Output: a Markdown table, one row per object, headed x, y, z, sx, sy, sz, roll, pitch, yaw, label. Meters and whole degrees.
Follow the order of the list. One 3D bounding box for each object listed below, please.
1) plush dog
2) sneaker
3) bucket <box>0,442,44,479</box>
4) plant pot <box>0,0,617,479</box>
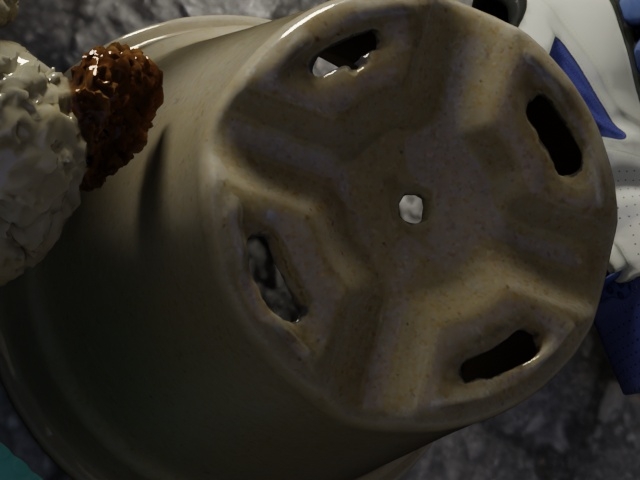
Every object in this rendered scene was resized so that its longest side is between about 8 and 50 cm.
| x | y | z | sx | sy | sz | roll | pitch | yaw | label |
| --- | --- | --- | --- | --- | --- | --- | --- | --- | --- |
| -0.204 | -0.078 | 0.946 | 0.262 | 0.210 | 0.225 | -36 | 87 | -7 | plush dog |
| 0.157 | -0.044 | 1.325 | 0.182 | 0.127 | 0.316 | -4 | 75 | -24 | sneaker |
| -0.256 | 0.186 | 0.976 | 0.281 | 0.281 | 0.183 | 41 | 58 | -15 | bucket |
| 0.000 | 0.000 | 1.096 | 0.333 | 0.305 | 0.334 | 3 | 81 | -20 | plant pot |
